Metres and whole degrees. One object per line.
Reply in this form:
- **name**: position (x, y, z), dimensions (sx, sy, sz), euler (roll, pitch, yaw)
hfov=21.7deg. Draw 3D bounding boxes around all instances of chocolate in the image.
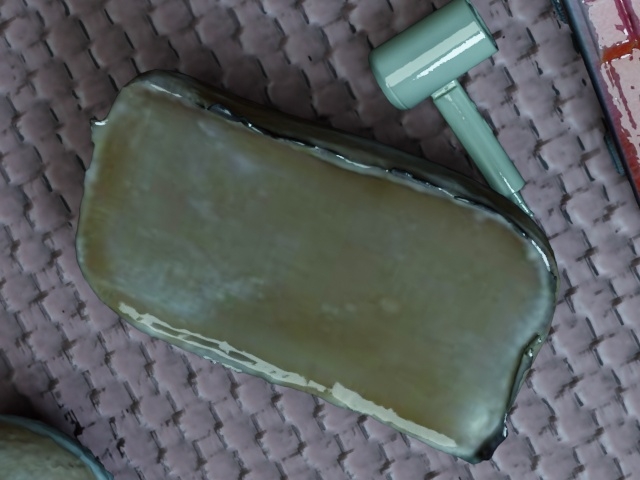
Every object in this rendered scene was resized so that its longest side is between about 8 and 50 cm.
- **chocolate**: position (0.001, 0.000, 0.889), dimensions (0.261, 0.083, 0.161), euler (24, 123, 3)

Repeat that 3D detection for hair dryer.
- **hair dryer**: position (0.084, -0.064, 0.887), dimensions (0.063, 0.038, 0.124), euler (-32, 103, 14)

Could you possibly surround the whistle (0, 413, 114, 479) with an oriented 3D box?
- **whistle**: position (-0.236, 0.161, 0.945), dimensions (0.348, 0.189, 0.189), euler (19, 107, 26)

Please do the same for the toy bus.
- **toy bus**: position (0.165, -0.088, 0.845), dimensions (0.065, 0.077, 0.192), euler (-21, 101, 10)
